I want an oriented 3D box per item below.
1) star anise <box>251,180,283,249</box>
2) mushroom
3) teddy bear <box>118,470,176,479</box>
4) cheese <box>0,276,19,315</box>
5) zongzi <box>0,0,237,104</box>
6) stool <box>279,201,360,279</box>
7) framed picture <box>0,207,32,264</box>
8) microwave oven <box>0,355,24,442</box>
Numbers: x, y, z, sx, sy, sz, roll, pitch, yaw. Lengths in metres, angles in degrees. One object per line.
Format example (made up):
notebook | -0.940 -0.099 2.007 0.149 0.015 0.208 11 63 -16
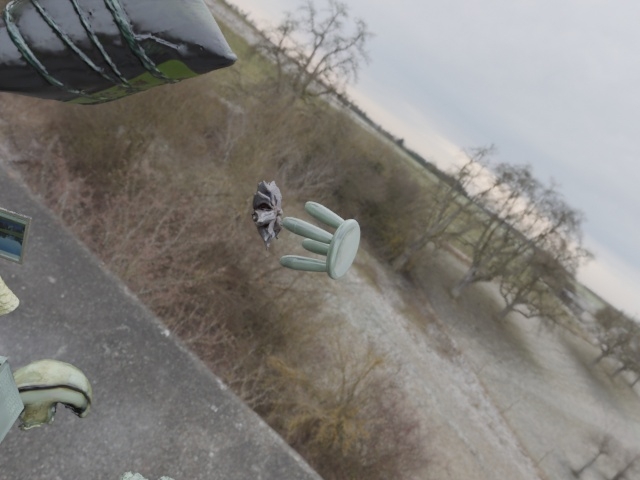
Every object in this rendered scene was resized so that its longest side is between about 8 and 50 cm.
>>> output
star anise | -0.095 -0.044 1.032 0.056 0.124 0.129 -2 10 8
mushroom | -0.833 0.440 1.750 0.267 0.189 0.164 -8 38 -18
teddy bear | -0.234 0.438 0.895 0.213 0.133 0.111 -5 -33 35
cheese | -1.072 0.160 1.894 0.094 0.123 0.167 -65 141 -47
zongzi | -0.376 -0.318 0.890 0.319 0.383 0.362 59 30 -4
stool | 0.000 0.000 1.832 0.199 0.195 0.195 21 33 22
framed picture | -0.695 -0.021 1.246 0.149 0.109 0.011 18 14 2
microwave oven | -0.844 0.334 1.278 0.295 0.237 0.181 14 43 2
